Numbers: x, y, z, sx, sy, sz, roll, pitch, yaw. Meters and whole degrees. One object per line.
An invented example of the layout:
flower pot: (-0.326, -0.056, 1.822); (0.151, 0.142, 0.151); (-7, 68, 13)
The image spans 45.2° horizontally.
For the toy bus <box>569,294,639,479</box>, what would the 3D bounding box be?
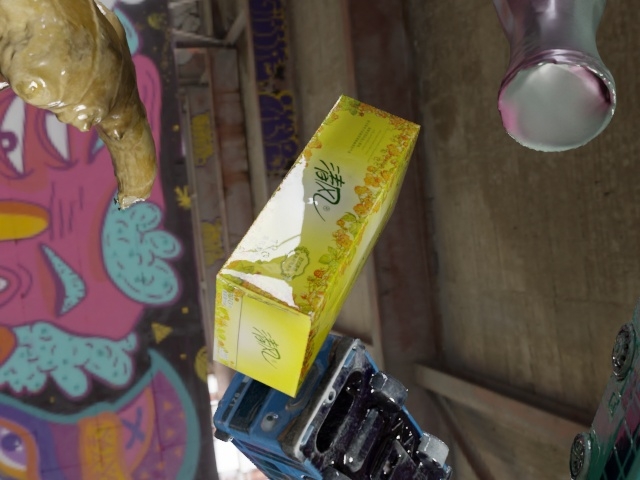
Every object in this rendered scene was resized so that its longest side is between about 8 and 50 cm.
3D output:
toy bus: (0.184, 0.101, 0.385); (0.092, 0.079, 0.160); (-73, 173, -65)

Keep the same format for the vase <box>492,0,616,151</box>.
vase: (0.134, -0.140, 0.450); (0.086, 0.086, 0.214); (103, 1, -48)

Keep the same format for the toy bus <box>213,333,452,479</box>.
toy bus: (0.014, 0.180, 0.675); (0.134, 0.116, 0.234); (9, -35, 40)

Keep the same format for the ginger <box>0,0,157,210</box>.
ginger: (-0.191, -0.137, 0.616); (0.333, 0.081, 0.148); (68, 4, -62)

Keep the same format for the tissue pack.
tissue pack: (0.000, 0.000, 0.493); (0.095, 0.062, 0.176); (103, 13, -50)

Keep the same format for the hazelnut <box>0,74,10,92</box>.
hazelnut: (-0.441, -0.285, 0.761); (0.315, 0.372, 0.372); (-127, -146, -55)
